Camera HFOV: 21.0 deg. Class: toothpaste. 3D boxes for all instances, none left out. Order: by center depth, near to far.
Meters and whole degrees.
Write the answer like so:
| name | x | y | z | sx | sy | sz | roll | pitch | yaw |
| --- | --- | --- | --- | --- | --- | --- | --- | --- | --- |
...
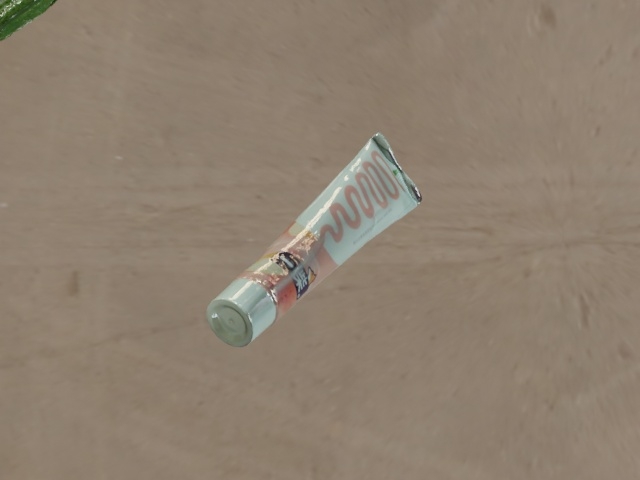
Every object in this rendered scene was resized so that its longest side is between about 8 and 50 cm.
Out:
| name | x | y | z | sx | sy | sz | roll | pitch | yaw |
| --- | --- | --- | --- | --- | --- | --- | --- | --- | --- |
| toothpaste | 0.000 | 0.000 | 1.083 | 0.036 | 0.205 | 0.056 | -23 | 104 | 43 |

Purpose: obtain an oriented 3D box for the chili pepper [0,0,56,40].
| name | x | y | z | sx | sy | sz | roll | pitch | yaw |
| --- | --- | --- | --- | --- | --- | --- | --- | --- | --- |
| chili pepper | -0.325 | -0.212 | 1.632 | 0.224 | 0.061 | 0.098 | -29 | 50 | -5 |
